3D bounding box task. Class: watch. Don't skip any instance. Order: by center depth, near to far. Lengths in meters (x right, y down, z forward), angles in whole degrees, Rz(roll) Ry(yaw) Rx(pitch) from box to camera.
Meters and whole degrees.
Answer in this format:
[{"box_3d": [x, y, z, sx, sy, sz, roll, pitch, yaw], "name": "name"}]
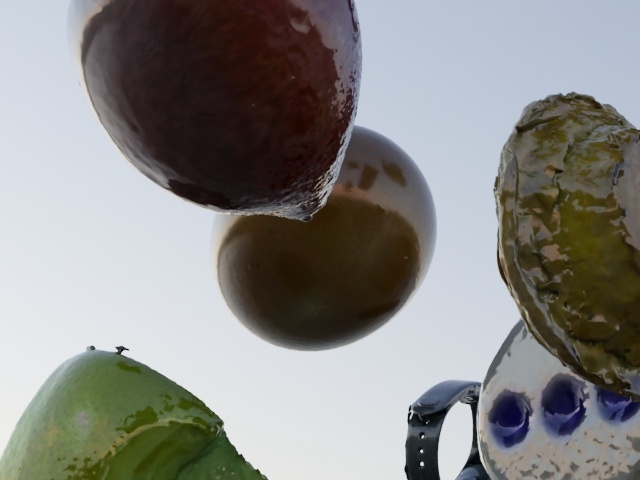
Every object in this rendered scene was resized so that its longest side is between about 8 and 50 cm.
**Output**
[{"box_3d": [0.185, 0.274, 1.562, 0.068, 0.193, 0.206, 0, 21, 33], "name": "watch"}]

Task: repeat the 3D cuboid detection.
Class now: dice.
[{"box_3d": [0.344, 0.208, 1.339, 0.243, 0.251, 0.259, 21, 13, -39], "name": "dice"}]

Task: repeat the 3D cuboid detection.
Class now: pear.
[{"box_3d": [-0.208, 0.294, 1.199, 0.176, 0.282, 0.286, -6, -54, 48], "name": "pear"}]

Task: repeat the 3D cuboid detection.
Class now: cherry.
[{"box_3d": [-0.079, -0.126, 0.867, 0.206, 0.239, 0.239, -4, -6, -40], "name": "cherry"}]

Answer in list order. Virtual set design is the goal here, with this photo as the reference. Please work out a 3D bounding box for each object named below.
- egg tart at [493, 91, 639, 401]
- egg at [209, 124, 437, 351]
[{"box_3d": [0.279, -0.006, 1.049, 0.295, 0.294, 0.116, 22, -31, -32], "name": "egg tart"}, {"box_3d": [0.000, 0.000, 1.526, 0.283, 0.282, 0.351, 15, -35, -14], "name": "egg"}]
